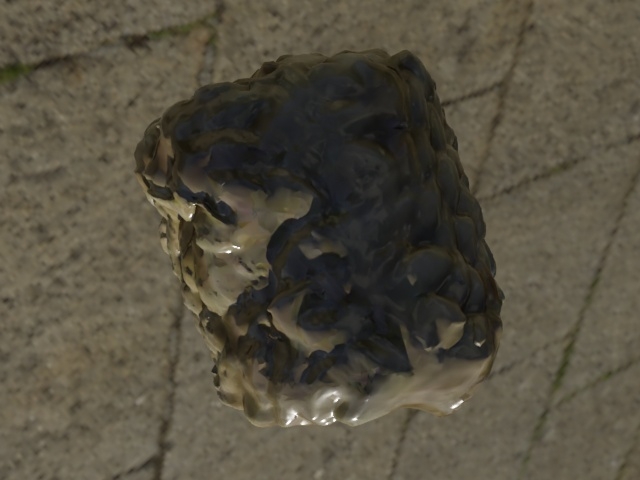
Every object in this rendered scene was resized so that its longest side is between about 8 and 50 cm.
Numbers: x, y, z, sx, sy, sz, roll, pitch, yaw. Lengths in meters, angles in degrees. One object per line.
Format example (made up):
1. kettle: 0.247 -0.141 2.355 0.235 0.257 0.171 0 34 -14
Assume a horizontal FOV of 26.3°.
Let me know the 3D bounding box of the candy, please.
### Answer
1. candy: 0.000 0.000 0.392 0.095 0.085 0.110 -13 106 8
